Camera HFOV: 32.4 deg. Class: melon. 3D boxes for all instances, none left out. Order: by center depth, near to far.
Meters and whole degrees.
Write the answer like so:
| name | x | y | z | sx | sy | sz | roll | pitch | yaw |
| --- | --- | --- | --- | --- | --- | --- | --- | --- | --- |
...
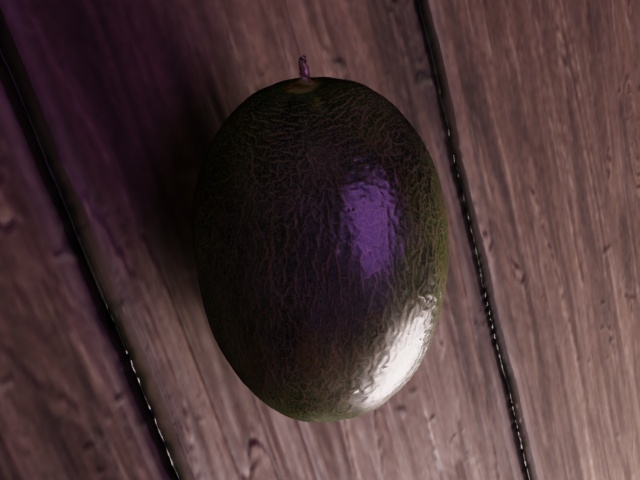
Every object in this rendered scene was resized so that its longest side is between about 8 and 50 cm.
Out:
| name | x | y | z | sx | sy | sz | roll | pitch | yaw |
| --- | --- | --- | --- | --- | --- | --- | --- | --- | --- |
| melon | 0.000 | 0.000 | 0.489 | 0.114 | 0.114 | 0.167 | -26 | 118 | -42 |
